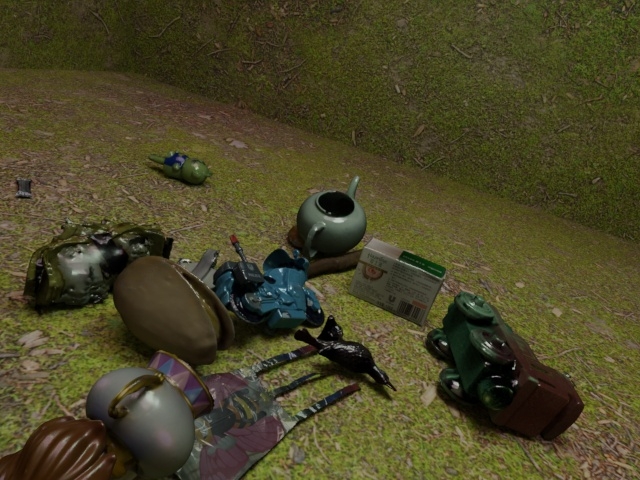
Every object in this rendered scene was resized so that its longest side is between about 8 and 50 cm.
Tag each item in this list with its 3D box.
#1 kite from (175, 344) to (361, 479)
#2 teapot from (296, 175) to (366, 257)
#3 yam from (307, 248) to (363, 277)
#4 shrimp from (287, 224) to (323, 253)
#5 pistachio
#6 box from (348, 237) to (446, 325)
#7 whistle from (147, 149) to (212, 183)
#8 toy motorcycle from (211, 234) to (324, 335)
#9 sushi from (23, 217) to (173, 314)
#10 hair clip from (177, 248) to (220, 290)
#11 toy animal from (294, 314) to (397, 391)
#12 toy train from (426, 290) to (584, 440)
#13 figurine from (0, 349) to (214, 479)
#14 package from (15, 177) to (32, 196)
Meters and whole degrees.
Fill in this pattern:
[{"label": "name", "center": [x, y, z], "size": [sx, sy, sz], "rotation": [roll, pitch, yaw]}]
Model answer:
[{"label": "kite", "center": [-0.094, 0.248, 0.692], "size": [0.360, 0.022, 0.204], "rotation": [-11, 34, -45]}, {"label": "teapot", "center": [0.031, -0.058, 1.191], "size": [0.193, 0.129, 0.294], "rotation": [26, 44, 15]}, {"label": "yam", "center": [0.012, 0.066, 1.117], "size": [0.327, 0.045, 0.045], "rotation": [-11, 62, -45]}, {"label": "shrimp", "center": [-0.001, 0.002, 1.254], "size": [0.188, 0.051, 0.132], "rotation": [2, 44, -15]}, {"label": "pistachio", "center": [-0.248, 0.118, 0.730], "size": [0.223, 0.152, 0.126], "rotation": [40, 25, 7]}, {"label": "box", "center": [0.181, 0.096, 1.046], "size": [0.199, 0.135, 0.081], "rotation": [23, 25, 13]}, {"label": "whistle", "center": [-0.462, -0.247, 1.443], "size": [0.227, 0.085, 0.105], "rotation": [20, 16, 10]}, {"label": "toy motorcycle", "center": [-0.101, 0.092, 0.875], "size": [0.272, 0.123, 0.182], "rotation": [14, 39, -52]}, {"label": "sushi", "center": [-0.407, 0.031, 0.829], "size": [0.131, 0.139, 0.291], "rotation": [36, 29, 22]}, {"label": "hair clip", "center": [-0.266, 0.071, 0.933], "size": [0.116, 0.049, 0.172], "rotation": [14, 27, 6]}, {"label": "toy animal", "center": [0.054, 0.213, 0.802], "size": [0.202, 0.070, 0.105], "rotation": [34, 22, 16]}, {"label": "toy train", "center": [0.350, 0.232, 0.869], "size": [0.222, 0.150, 0.304], "rotation": [25, 22, -6]}, {"label": "figurine", "center": [-0.237, 0.234, 0.445], "size": [0.142, 0.189, 0.263], "rotation": [28, 41, 20]}, {"label": "package", "center": [-0.753, -0.135, 1.110], "size": [0.037, 0.015, 0.110], "rotation": [-3, 29, -34]}]
